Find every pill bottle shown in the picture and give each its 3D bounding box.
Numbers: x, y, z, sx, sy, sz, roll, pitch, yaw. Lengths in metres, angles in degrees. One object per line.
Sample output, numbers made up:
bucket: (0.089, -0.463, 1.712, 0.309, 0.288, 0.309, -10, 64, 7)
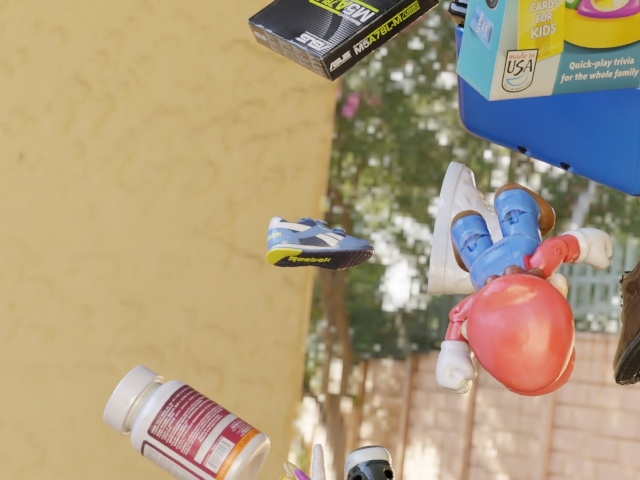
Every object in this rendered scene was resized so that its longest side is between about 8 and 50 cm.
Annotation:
pill bottle: (-0.192, 0.276, 2.135, 0.221, 0.121, 0.121, 31, 2, 14)

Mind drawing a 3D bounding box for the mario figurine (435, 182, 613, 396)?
mario figurine: (0.229, 0.076, 1.700, 0.170, 0.198, 0.320, 17, 29, -9)

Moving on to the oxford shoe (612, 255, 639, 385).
oxford shoe: (0.410, 0.085, 1.860, 0.082, 0.227, 0.096, -5, 41, -25)

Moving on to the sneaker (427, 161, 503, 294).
sneaker: (0.264, -0.012, 2.365, 0.169, 0.292, 0.108, 5, -48, 7)

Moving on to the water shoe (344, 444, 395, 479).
water shoe: (0.060, 0.326, 1.805, 0.073, 0.080, 0.203, -10, -37, 1)

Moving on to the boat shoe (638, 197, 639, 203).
boat shoe: (0.507, -0.051, 2.065, 0.130, 0.132, 0.355, -8, -48, 8)

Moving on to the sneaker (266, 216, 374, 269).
sneaker: (0.000, 0.000, 1.826, 0.144, 0.059, 0.053, 6, -34, -27)

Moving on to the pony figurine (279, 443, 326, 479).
pony figurine: (0.041, 0.430, 1.538, 0.302, 0.351, 0.363, 6, 15, -43)

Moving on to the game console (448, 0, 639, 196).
game console: (0.316, -0.234, 1.813, 0.293, 0.250, 0.173, 26, -14, 36)

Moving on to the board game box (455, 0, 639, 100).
board game box: (0.286, -0.314, 1.485, 0.253, 0.336, 0.079, -8, 33, -23)

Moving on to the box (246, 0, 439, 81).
box: (0.027, -0.295, 1.928, 0.184, 0.045, 0.190, -35, 37, -15)
